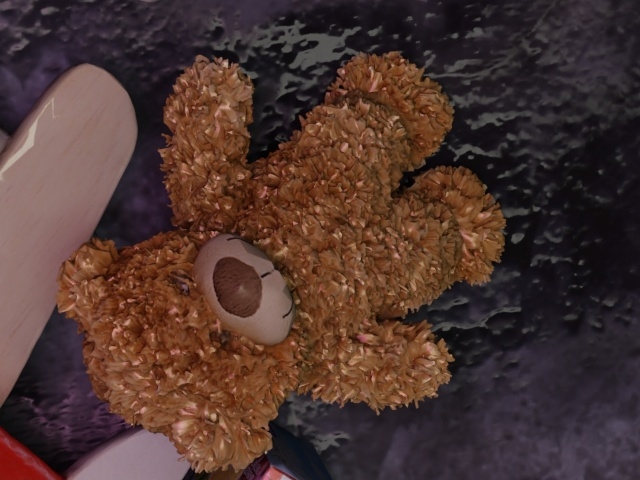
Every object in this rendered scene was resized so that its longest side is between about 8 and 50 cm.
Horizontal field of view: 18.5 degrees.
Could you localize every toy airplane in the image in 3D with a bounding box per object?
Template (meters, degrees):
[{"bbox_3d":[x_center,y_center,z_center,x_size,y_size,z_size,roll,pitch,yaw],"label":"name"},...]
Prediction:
[{"bbox_3d":[-0.272,0.102,1.173,0.386,0.272,0.384,-18,115,-35],"label":"toy airplane"}]

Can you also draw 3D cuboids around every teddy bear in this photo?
[{"bbox_3d":[0.000,0.000,1.196,0.338,0.113,0.245,-10,90,-45],"label":"teddy bear"}]

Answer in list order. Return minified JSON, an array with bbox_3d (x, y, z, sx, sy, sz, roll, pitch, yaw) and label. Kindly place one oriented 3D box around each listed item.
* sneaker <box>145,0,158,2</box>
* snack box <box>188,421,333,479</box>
[{"bbox_3d":[-0.158,-0.325,1.168,0.323,0.130,0.236,40,100,-7],"label":"sneaker"},{"bbox_3d":[-0.073,0.221,1.247,0.070,0.174,0.207,32,91,-11],"label":"snack box"}]
